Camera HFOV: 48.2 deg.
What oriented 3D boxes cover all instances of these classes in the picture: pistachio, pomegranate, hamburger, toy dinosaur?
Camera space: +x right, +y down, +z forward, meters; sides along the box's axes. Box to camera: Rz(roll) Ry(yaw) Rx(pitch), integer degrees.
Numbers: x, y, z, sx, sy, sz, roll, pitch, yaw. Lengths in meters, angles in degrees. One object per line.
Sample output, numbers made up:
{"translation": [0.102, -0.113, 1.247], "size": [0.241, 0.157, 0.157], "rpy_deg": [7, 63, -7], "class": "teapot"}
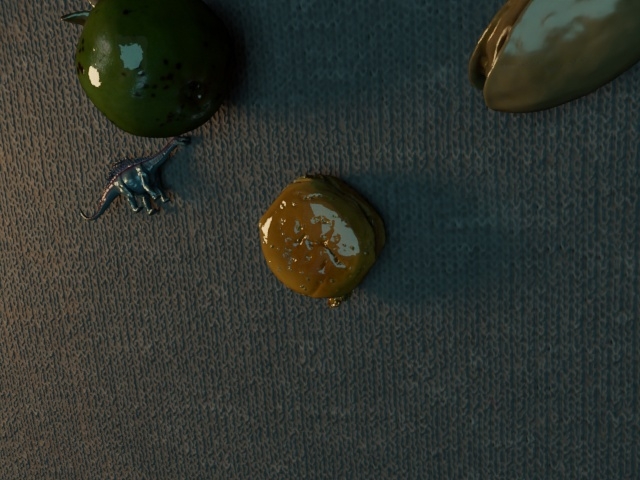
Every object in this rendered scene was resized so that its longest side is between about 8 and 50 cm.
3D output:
{"translation": [0.241, -0.206, 0.676], "size": [0.226, 0.136, 0.136], "rpy_deg": [-38, 89, 26], "class": "pistachio"}
{"translation": [-0.207, -0.227, 0.837], "size": [0.224, 0.181, 0.181], "rpy_deg": [49, 118, 27], "class": "pomegranate"}
{"translation": [0.000, 0.000, 0.856], "size": [0.147, 0.083, 0.138], "rpy_deg": [45, 119, 8], "class": "hamburger"}
{"translation": [-0.245, -0.074, 0.953], "size": [0.197, 0.045, 0.080], "rpy_deg": [-32, 79, 19], "class": "toy dinosaur"}
